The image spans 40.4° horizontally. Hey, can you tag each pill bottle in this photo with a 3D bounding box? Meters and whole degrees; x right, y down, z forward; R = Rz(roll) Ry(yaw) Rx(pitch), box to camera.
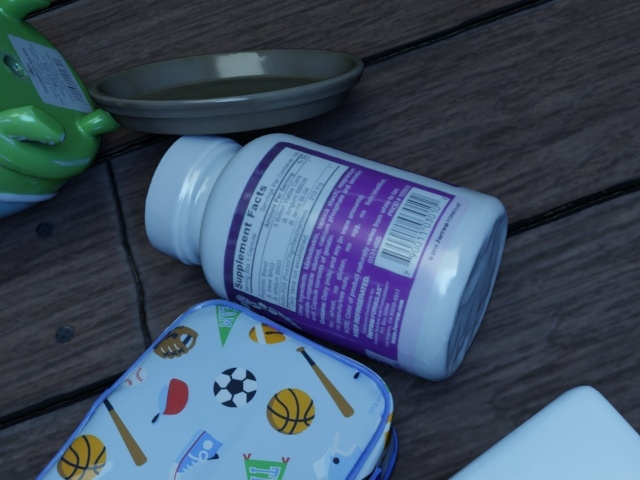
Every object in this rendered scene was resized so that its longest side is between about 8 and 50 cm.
[{"bbox_3d":[0.000,0.000,0.787,0.301,0.169,0.169,19,65,20],"label":"pill bottle"}]

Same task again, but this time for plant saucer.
[{"bbox_3d":[-0.093,-0.155,0.887,0.278,0.041,0.278,-3,21,1],"label":"plant saucer"}]

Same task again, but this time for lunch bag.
[{"bbox_3d":[-0.084,0.209,0.702,0.243,0.115,0.303,25,61,20],"label":"lunch bag"}]

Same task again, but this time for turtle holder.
[{"bbox_3d":[-0.365,-0.114,0.851,0.227,0.243,0.320,-34,19,18],"label":"turtle holder"}]

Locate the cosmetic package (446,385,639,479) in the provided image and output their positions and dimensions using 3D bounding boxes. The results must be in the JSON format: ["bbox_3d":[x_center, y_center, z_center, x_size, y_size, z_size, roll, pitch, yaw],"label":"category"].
[{"bbox_3d":[0.086,0.349,0.399,0.394,0.327,0.329,-35,54,-4],"label":"cosmetic package"}]
